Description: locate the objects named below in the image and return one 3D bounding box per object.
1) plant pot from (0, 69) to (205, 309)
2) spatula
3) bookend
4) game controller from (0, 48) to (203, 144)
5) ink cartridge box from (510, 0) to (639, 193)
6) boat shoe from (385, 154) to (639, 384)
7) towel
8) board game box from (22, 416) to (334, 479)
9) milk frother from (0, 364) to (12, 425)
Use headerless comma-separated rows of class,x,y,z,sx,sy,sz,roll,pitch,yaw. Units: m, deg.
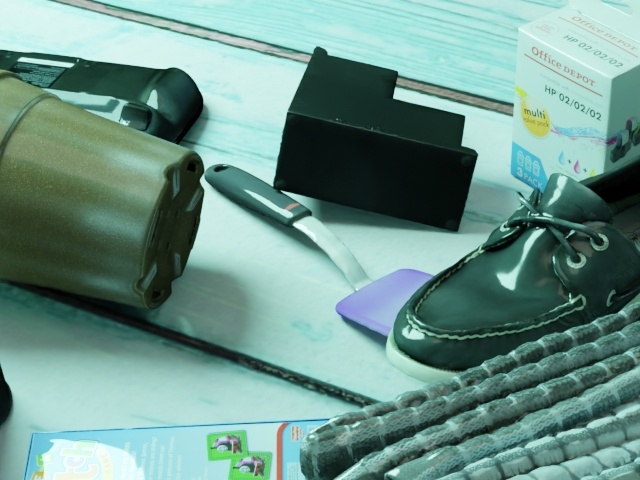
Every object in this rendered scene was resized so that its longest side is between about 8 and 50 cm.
plant pot,-0.184,-0.028,1.084,0.165,0.167,0.167,16,41,10
spatula,0.000,0.000,1.129,0.084,0.030,0.296,-27,44,-29
bookend,0.052,-0.090,1.208,0.156,0.072,0.157,13,29,2
game controller,-0.270,-0.124,1.293,0.319,0.067,0.166,9,25,14
ink cartridge box,0.211,-0.115,1.142,0.061,0.181,0.104,-27,44,-29
boat shoe,0.183,0.002,1.010,0.340,0.113,0.127,-17,33,-32
towel,0.127,0.166,0.746,0.283,0.235,0.121,-18,37,-20
board game box,-0.084,0.182,0.893,0.211,0.039,0.160,-2,38,0
milk frother,-0.287,0.085,0.950,0.129,0.135,0.143,2,38,7
